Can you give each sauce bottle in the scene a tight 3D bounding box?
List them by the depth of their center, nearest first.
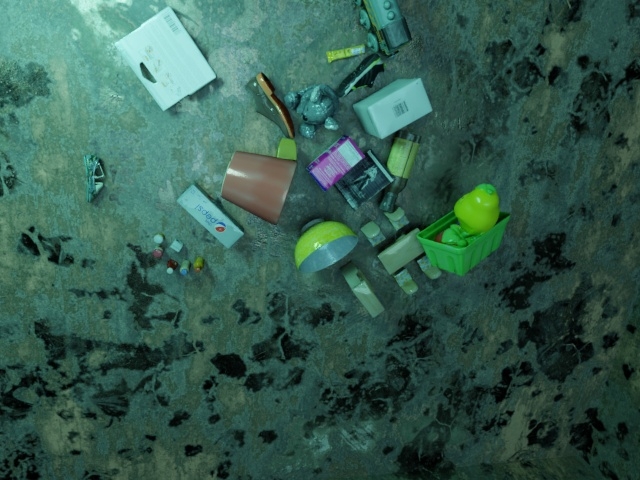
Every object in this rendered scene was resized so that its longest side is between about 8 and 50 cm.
[{"bbox_3d":[0.330,-0.296,1.802,0.112,0.111,0.344,13,106,-15],"label":"sauce bottle"}]

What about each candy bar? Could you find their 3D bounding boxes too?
[{"bbox_3d":[0.104,-0.739,1.651,0.162,0.018,0.040,-15,115,-6],"label":"candy bar"}]

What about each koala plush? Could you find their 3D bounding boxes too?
[{"bbox_3d":[-0.006,-0.507,1.601,0.203,0.221,0.196,-28,112,-1],"label":"koala plush"}]

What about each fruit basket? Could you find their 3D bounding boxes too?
[{"bbox_3d":[0.622,-0.080,1.782,0.392,0.283,0.391,-13,112,-35],"label":"fruit basket"}]

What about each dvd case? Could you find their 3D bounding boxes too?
[{"bbox_3d":[0.180,-0.255,1.783,0.221,0.018,0.164,-39,84,14],"label":"dvd case"}]

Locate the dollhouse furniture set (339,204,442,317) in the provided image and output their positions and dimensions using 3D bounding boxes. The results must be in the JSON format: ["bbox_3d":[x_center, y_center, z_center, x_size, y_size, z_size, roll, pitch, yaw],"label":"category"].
[{"bbox_3d":[0.311,0.114,1.864,0.394,0.256,0.362,-35,112,2],"label":"dollhouse furniture set"}]

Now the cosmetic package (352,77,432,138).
[{"bbox_3d":[0.276,-0.522,1.650,0.224,0.224,0.138,-29,114,0],"label":"cosmetic package"}]

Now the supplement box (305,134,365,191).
[{"bbox_3d":[0.059,-0.322,1.738,0.220,0.111,0.114,-40,111,3],"label":"supplement box"}]

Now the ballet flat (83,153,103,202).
[{"bbox_3d":[-0.870,-0.236,1.615,0.070,0.070,0.188,3,112,-12],"label":"ballet flat"}]

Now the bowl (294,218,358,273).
[{"bbox_3d":[0.000,0.000,1.799,0.290,0.289,0.156,-30,70,0],"label":"bowl"}]

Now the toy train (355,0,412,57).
[{"bbox_3d":[0.225,-0.844,1.545,0.142,0.190,0.333,-27,112,-1],"label":"toy train"}]

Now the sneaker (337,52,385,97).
[{"bbox_3d":[0.171,-0.633,1.658,0.234,0.084,0.097,-45,120,-3],"label":"sneaker"}]

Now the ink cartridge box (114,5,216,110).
[{"bbox_3d":[-0.556,-0.654,1.529,0.239,0.060,0.275,-33,113,2],"label":"ink cartridge box"}]

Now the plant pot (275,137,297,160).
[{"bbox_3d":[-0.138,-0.370,1.703,0.082,0.081,0.083,3,96,-12],"label":"plant pot"}]

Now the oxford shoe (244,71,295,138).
[{"bbox_3d":[-0.192,-0.511,1.645,0.098,0.097,0.271,-26,106,17],"label":"oxford shoe"}]

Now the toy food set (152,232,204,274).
[{"bbox_3d":[-0.607,0.072,1.749,0.232,0.104,0.111,39,98,-21],"label":"toy food set"}]

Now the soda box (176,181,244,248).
[{"bbox_3d":[-0.448,-0.104,1.726,0.098,0.091,0.286,-43,112,4],"label":"soda box"}]

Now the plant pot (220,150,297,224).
[{"bbox_3d":[-0.245,-0.220,1.649,0.243,0.275,0.274,18,105,-7],"label":"plant pot"}]
